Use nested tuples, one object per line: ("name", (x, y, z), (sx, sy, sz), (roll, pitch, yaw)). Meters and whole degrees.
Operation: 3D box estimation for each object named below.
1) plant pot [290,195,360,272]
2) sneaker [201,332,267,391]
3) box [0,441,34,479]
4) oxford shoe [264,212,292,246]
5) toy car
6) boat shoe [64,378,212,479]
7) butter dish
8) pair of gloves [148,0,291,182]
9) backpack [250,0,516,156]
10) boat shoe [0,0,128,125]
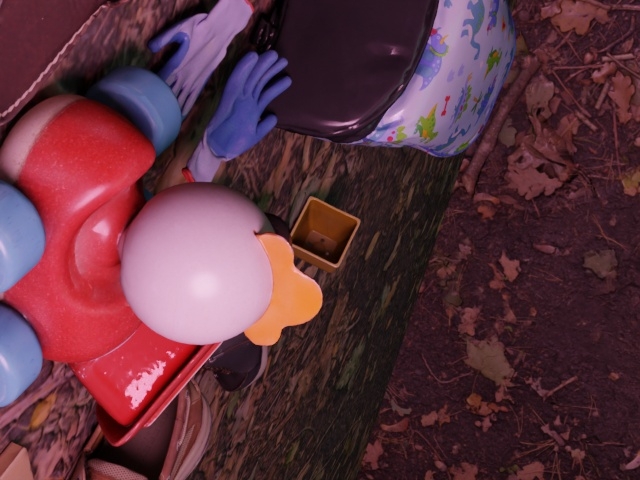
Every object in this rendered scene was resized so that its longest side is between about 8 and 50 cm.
("plant pot", (0.000, 0.000, 1.546), (0.081, 0.081, 0.083), (-63, 178, -20))
("sneaker", (-0.126, 0.130, 1.295), (0.118, 0.083, 0.222), (-34, 156, -34))
("box", (-0.308, 0.293, 0.915), (0.201, 0.021, 0.164), (-55, 162, -41))
("oxford shoe", (-0.091, -0.005, 1.140), (0.271, 0.096, 0.098), (-33, 137, -68))
("toy car", (-0.114, 0.023, 0.768), (0.219, 0.237, 0.210), (-51, 159, -50))
("boat shoe", (-0.210, 0.259, 1.066), (0.116, 0.123, 0.324), (86, 19, -54))
("butter dish", (-0.167, 0.076, 0.931), (0.160, 0.118, 0.160), (-50, -162, -8))
("pair of gloves", (-0.093, -0.135, 0.965), (0.159, 0.023, 0.198), (-56, 151, -17))
("backpack", (0.087, -0.223, 1.222), (0.355, 0.273, 0.290), (12, 96, -87))
("boat shoe", (-0.117, -0.207, 0.633), (0.123, 0.123, 0.342), (75, 39, -69))
